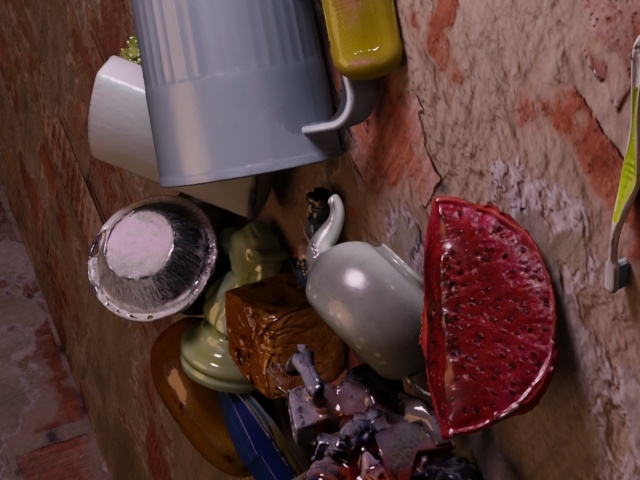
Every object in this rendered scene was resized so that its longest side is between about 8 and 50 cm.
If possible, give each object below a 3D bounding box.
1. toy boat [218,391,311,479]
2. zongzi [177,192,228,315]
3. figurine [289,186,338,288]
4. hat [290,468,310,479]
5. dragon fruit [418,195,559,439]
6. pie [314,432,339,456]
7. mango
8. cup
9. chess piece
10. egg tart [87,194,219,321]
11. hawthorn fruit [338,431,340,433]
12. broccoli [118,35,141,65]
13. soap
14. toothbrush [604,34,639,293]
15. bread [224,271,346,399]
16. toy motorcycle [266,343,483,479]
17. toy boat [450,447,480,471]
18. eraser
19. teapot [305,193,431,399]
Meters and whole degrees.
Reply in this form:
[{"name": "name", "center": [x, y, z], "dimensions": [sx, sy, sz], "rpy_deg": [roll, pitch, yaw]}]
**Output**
[{"name": "toy boat", "center": [-0.093, 0.351, 2.148], "dimensions": [0.295, 0.088, 0.129], "rpy_deg": [56, 152, 7]}, {"name": "zongzi", "center": [-0.219, -0.010, 2.276], "dimensions": [0.286, 0.134, 0.288], "rpy_deg": [74, -146, -79]}, {"name": "figurine", "center": [0.000, 0.000, 1.812], "dimensions": [0.087, 0.086, 0.149], "rpy_deg": [18, 115, 16]}, {"name": "hat", "center": [0.021, 0.447, 1.867], "dimensions": [0.173, 0.144, 0.166], "rpy_deg": [42, -162, -42]}, {"name": "dragon fruit", "center": [0.180, 0.090, 1.400], "dimensions": [0.211, 0.134, 0.262], "rpy_deg": [138, 131, -77]}, {"name": "pie", "center": [0.064, 0.417, 1.913], "dimensions": [0.277, 0.078, 0.277], "rpy_deg": [34, 128, 58]}, {"name": "mango", "center": [-0.197, 0.292, 2.295], "dimensions": [0.317, 0.173, 0.211], "rpy_deg": [62, 169, 10]}, {"name": "cup", "center": [-0.108, -0.245, 1.668], "dimensions": [0.331, 0.257, 0.311], "rpy_deg": [-174, 73, -67]}, {"name": "chess piece", "center": [-0.135, 0.095, 2.102], "dimensions": [0.176, 0.175, 0.298], "rpy_deg": [47, 131, 48]}, {"name": "egg tart", "center": [-0.284, 0.022, 2.077], "dimensions": [0.234, 0.234, 0.094], "rpy_deg": [62, -178, 28]}, {"name": "hawthorn fruit", "center": [0.120, 0.371, 1.720], "dimensions": [0.285, 0.165, 0.165], "rpy_deg": [51, 156, -4]}, {"name": "broccoli", "center": [-0.241, -0.304, 2.024], "dimensions": [0.302, 0.186, 0.254], "rpy_deg": [102, 153, -55]}, {"name": "soap", "center": [0.051, -0.266, 1.517], "dimensions": [0.045, 0.089, 0.140], "rpy_deg": [-38, -62, -72]}, {"name": "toothbrush", "center": [0.287, -0.066, 1.164], "dimensions": [0.022, 0.026, 0.263], "rpy_deg": [35, 135, 48]}, {"name": "bread", "center": [-0.050, 0.141, 1.898], "dimensions": [0.149, 0.158, 0.143], "rpy_deg": [-144, 50, -58]}, {"name": "toy motorcycle", "center": [0.032, 0.236, 1.595], "dimensions": [0.401, 0.207, 0.134], "rpy_deg": [-129, 29, -47]}, {"name": "toy boat", "center": [0.184, 0.351, 1.604], "dimensions": [0.066, 0.065, 0.172], "rpy_deg": [-125, 29, -75]}, {"name": "eraser", "center": [-0.213, -0.157, 1.940], "dimensions": [0.290, 0.104, 0.189], "rpy_deg": [22, 141, 7]}, {"name": "teapot", "center": [0.075, 0.081, 1.572], "dimensions": [0.294, 0.129, 0.193], "rpy_deg": [44, 180, 19]}]
